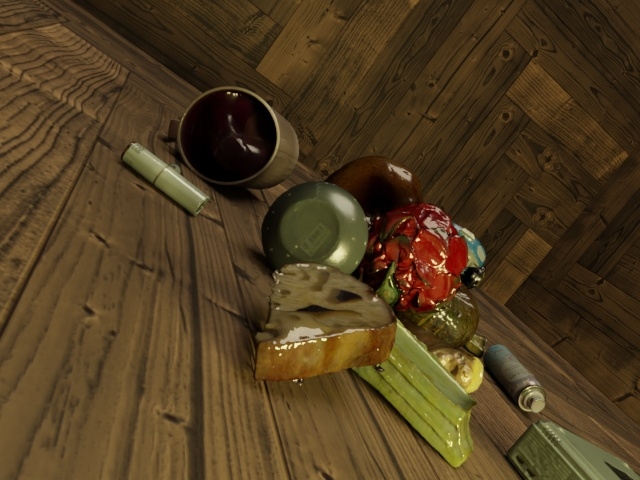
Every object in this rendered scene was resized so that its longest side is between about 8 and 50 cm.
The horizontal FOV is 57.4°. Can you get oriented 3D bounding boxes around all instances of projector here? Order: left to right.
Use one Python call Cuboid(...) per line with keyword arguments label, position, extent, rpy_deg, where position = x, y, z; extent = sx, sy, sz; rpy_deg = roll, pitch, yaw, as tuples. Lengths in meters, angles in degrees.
Cuboid(label="projector", position=(0.443, 0.401, 0.914), extent=(0.256, 0.099, 0.192), rpy_deg=(32, 12, -27))

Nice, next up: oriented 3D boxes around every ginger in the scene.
Cuboid(label="ginger", position=(0.185, 0.198, 1.043), extent=(0.131, 0.086, 0.294), rpy_deg=(5, 9, -15))

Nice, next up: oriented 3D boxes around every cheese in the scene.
Cuboid(label="cheese", position=(0.416, 0.282, 1.572), extent=(0.060, 0.042, 0.084), rpy_deg=(32, 23, 18))

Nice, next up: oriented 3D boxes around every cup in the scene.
Cuboid(label="cup", position=(-0.203, -0.215, 1.353), extent=(0.273, 0.288, 0.208), rpy_deg=(-11, 85, -79))

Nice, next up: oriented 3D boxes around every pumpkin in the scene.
Cuboid(label="pumpkin", position=(0.263, 0.129, 1.322), extent=(0.219, 0.162, 0.219), rpy_deg=(29, 30, -19))

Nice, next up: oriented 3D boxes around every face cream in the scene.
Cuboid(label="face cream", position=(0.470, 0.334, 1.407), extent=(0.075, 0.075, 0.229), rpy_deg=(34, 9, -17))

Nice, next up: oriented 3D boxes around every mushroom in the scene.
Cuboid(label="mushroom", position=(0.097, -0.049, 1.364), extent=(0.267, 0.267, 0.254), rpy_deg=(36, -26, -7))

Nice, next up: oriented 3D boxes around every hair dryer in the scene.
Cuboid(label="hair dryer", position=(-0.251, -0.109, 1.033), extent=(0.155, 0.044, 0.183), rpy_deg=(39, 6, 0))

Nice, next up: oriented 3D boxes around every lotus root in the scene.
Cuboid(label="lotus root", position=(0.006, 0.098, 0.708), extent=(0.170, 0.075, 0.261), rpy_deg=(10, 13, -7))

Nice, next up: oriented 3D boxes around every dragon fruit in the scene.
Cuboid(label="dragon fruit", position=(0.190, 0.022, 1.189), extent=(0.233, 0.234, 0.293), rpy_deg=(38, 35, 4))

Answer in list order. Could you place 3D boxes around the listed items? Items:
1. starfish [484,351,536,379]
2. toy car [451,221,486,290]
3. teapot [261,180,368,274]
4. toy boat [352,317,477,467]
Cuboid(label="starfish", position=(0.555, 0.363, 1.669), extent=(0.247, 0.050, 0.138), rpy_deg=(21, 20, -51))
Cuboid(label="toy car", position=(0.297, 0.059, 1.504), extent=(0.198, 0.314, 0.166), rpy_deg=(35, 44, 1))
Cuboid(label="teapot", position=(0.000, 0.000, 1.060), extent=(0.183, 0.183, 0.251), rpy_deg=(39, -1, 11))
Cuboid(label="toy boat", position=(0.114, 0.182, 0.819), extent=(0.276, 0.084, 0.111), rpy_deg=(42, 12, 21))
